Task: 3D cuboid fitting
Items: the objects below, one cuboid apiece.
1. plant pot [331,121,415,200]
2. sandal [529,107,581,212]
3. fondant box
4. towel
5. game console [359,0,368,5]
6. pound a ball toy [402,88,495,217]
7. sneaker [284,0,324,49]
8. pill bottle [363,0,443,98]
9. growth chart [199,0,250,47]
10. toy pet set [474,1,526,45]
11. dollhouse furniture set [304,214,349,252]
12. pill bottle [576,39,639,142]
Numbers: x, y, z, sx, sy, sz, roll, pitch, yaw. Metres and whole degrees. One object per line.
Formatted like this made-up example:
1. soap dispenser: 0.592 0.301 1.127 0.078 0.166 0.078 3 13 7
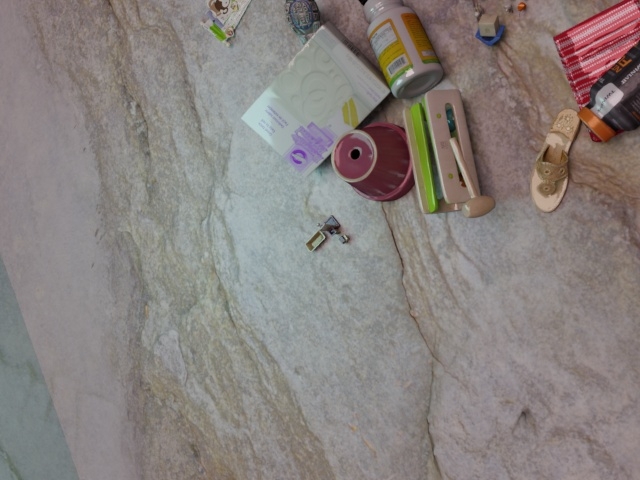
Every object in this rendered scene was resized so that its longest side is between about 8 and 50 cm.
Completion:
1. plant pot: 0.126 -0.201 1.872 0.201 0.180 0.201 0 89 33
2. sandal: 0.519 -0.183 1.686 0.088 0.079 0.240 20 100 31
3. fondant box: -0.009 -0.361 1.947 0.238 0.096 0.330 42 115 -9
4. towel: 0.645 -0.373 1.641 0.198 0.031 0.275 -24 77 28
5. game console: 0.162 -0.656 1.958 0.122 0.071 0.107 -49 36 21
6. pound a ball toy: 0.321 -0.195 1.757 0.208 0.135 0.319 152 109 -66
7. sneaker: -0.009 -0.516 2.008 0.111 0.129 0.297 -9 104 13
8. pill bottle: 0.197 -0.489 1.859 0.136 0.136 0.246 -30 74 28
9. growth chart: -0.274 -0.713 2.225 0.172 0.021 0.237 37 107 28
10. toy pet set: 0.422 -0.524 1.779 0.122 0.065 0.114 11 60 29
11. dollhouse furniture set: 0.000 0.000 2.003 0.114 0.081 0.091 -46 67 23
12. pill bottle: 0.649 -0.316 1.542 0.246 0.130 0.130 -46 67 19
